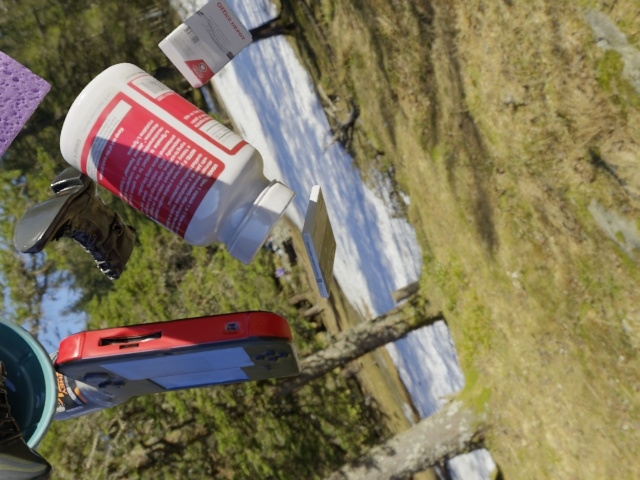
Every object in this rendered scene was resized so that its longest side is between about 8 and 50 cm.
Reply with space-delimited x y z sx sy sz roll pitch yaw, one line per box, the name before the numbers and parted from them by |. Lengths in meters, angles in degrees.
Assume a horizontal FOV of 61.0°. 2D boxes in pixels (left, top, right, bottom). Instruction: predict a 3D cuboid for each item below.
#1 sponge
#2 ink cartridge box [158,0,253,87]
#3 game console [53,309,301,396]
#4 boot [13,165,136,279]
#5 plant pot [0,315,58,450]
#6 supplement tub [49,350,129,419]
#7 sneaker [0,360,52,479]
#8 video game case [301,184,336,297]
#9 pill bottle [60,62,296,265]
sponge | -0.666 -0.274 1.117 0.117 0.210 0.031 34 157 -25
ink cartridge box | -0.206 -0.360 0.985 0.099 0.135 0.056 51 160 -25
game console | -0.234 0.224 0.986 0.342 0.386 0.060 86 177 -61
boot | -0.467 -0.004 1.093 0.263 0.091 0.229 -78 -26 -47
plant pot | -0.794 0.368 1.142 0.334 0.341 0.341 -33 80 34
supplement tub | -0.616 0.363 1.457 0.193 0.315 0.194 34 -136 -41
sneaker | -0.493 0.239 0.773 0.300 0.121 0.111 41 178 3
video game case | 0.000 0.000 1.195 0.190 0.022 0.173 -80 -22 -53
pill bottle | -0.261 -0.135 1.051 0.407 0.229 0.229 34 169 -3
